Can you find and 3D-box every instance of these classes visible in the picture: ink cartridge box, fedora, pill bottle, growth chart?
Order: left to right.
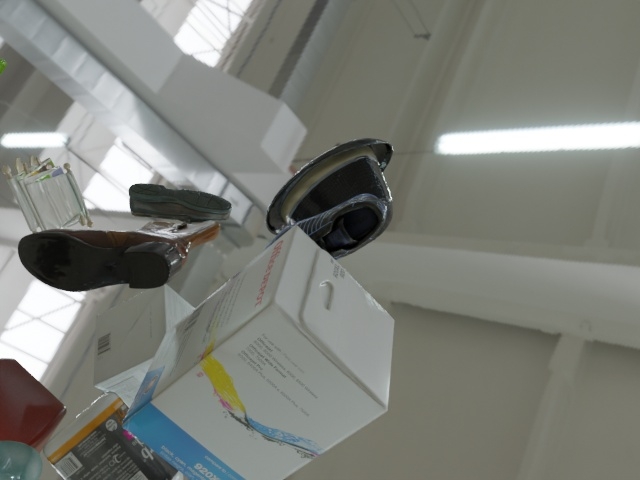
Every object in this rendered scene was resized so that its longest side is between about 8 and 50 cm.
[{"bbox_3d":[-0.548,-0.092,1.504,0.021,0.172,0.237,-16,-174,14],"label":"growth chart"},{"bbox_3d":[-0.350,0.424,1.331,0.162,0.278,0.162,-40,-178,2],"label":"pill bottle"},{"bbox_3d":[-0.059,0.139,0.811,0.232,0.168,0.171,-39,-163,23],"label":"ink cartridge box"},{"bbox_3d":[0.046,-0.063,1.565,0.334,0.334,0.153,-35,-110,12],"label":"fedora"}]

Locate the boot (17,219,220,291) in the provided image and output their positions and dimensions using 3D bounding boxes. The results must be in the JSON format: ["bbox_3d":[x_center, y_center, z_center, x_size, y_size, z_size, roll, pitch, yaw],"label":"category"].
[{"bbox_3d":[-0.332,-0.004,1.257,0.264,0.096,0.280,-2,-164,7],"label":"boot"}]

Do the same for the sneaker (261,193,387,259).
[{"bbox_3d":[0.000,0.000,1.171,0.232,0.081,0.090,-33,-170,5],"label":"sneaker"}]

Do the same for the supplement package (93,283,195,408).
[{"bbox_3d":[-0.360,0.274,1.711,0.198,0.263,0.199,-26,-135,13],"label":"supplement package"}]

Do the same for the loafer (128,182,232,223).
[{"bbox_3d":[-0.359,-0.083,1.896,0.267,0.084,0.096,12,-151,1],"label":"loafer"}]

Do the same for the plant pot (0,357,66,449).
[{"bbox_3d":[-0.706,0.402,1.557,0.267,0.267,0.235,-53,173,23],"label":"plant pot"}]

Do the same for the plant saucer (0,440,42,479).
[{"bbox_3d":[-0.591,0.440,1.316,0.195,0.195,0.037,-44,-132,2],"label":"plant saucer"}]

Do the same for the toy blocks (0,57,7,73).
[{"bbox_3d":[-0.603,-0.346,0.908,0.191,0.381,0.261,-48,-112,16],"label":"toy blocks"}]
